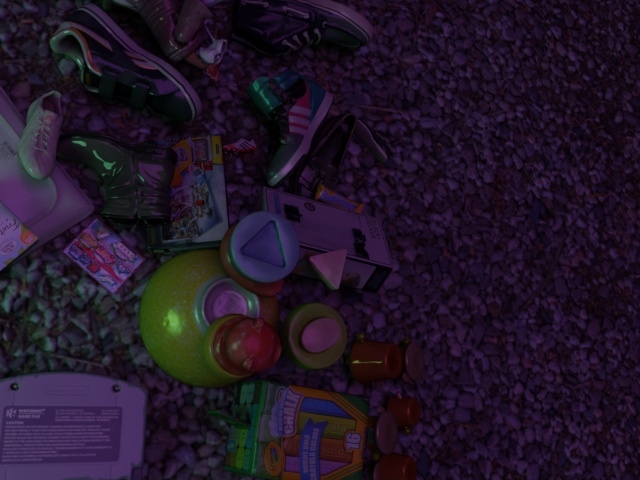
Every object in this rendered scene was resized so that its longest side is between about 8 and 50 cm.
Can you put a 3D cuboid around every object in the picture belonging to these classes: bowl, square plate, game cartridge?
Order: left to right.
[{"bbox_3d":[-0.654,-0.104,1.220,0.344,0.049,0.347,-40,96,-27],"label":"square plate"},{"bbox_3d":[-0.463,0.334,1.204,0.294,0.060,0.196,7,78,-24],"label":"game cartridge"},{"bbox_3d":[-0.196,0.141,1.317,0.289,0.156,0.290,6,75,-24],"label":"bowl"}]

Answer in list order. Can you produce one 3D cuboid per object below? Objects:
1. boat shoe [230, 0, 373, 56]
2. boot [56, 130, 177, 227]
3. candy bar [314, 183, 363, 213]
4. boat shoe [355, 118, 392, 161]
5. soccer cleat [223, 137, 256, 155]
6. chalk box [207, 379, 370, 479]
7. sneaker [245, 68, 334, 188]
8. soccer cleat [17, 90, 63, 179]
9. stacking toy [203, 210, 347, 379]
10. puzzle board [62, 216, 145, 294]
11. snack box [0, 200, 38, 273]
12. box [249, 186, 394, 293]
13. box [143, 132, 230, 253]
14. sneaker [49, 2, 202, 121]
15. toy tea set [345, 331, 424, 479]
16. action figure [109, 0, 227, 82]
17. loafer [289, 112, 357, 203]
[{"bbox_3d":[-0.049,-0.485,1.567,0.340,0.127,0.158,18,77,-12],"label":"boat shoe"},{"bbox_3d":[-0.402,-0.114,1.291,0.246,0.083,0.161,8,73,-3],"label":"boot"},{"bbox_3d":[0.041,-0.087,1.525,0.161,0.018,0.040,23,92,-47],"label":"candy bar"},{"bbox_3d":[0.128,-0.248,1.624,0.125,0.046,0.038,48,63,-11],"label":"boat shoe"},{"bbox_3d":[-0.181,-0.208,1.481,0.083,0.029,0.036,-6,71,-29],"label":"soccer cleat"},{"bbox_3d":[-0.076,0.373,1.306,0.288,0.180,0.179,14,72,-21],"label":"chalk box"},{"bbox_3d":[-0.095,-0.268,1.474,0.178,0.123,0.296,36,55,-18],"label":"sneaker"},{"bbox_3d":[-0.518,-0.201,1.253,0.068,0.076,0.196,26,40,-43],"label":"soccer cleat"},{"bbox_3d":[-0.054,0.104,1.229,0.279,0.130,0.309,9,76,-23],"label":"stacking toy"},{"bbox_3d":[-0.423,0.029,1.318,0.128,0.011,0.096,43,64,-11],"label":"puzzle board"},{"bbox_3d":[-0.586,-0.019,1.183,0.141,0.037,0.100,47,64,-9],"label":"snack box"},{"bbox_3d":[0.000,0.000,1.440,0.289,0.087,0.169,15,37,-21],"label":"box"},{"bbox_3d":[-0.269,-0.097,1.357,0.159,0.044,0.233,-6,72,-3],"label":"box"},{"bbox_3d":[-0.396,-0.328,1.355,0.321,0.126,0.127,38,60,-1],"label":"sneaker"},{"bbox_3d":[0.128,0.366,1.461,0.200,0.124,0.336,30,59,-48],"label":"toy tea set"},{"bbox_3d":[-0.319,-0.473,1.356,0.275,0.248,0.370,-31,89,-27],"label":"action figure"},{"bbox_3d":[0.009,-0.184,1.530,0.096,0.084,0.268,31,67,-18],"label":"loafer"}]
